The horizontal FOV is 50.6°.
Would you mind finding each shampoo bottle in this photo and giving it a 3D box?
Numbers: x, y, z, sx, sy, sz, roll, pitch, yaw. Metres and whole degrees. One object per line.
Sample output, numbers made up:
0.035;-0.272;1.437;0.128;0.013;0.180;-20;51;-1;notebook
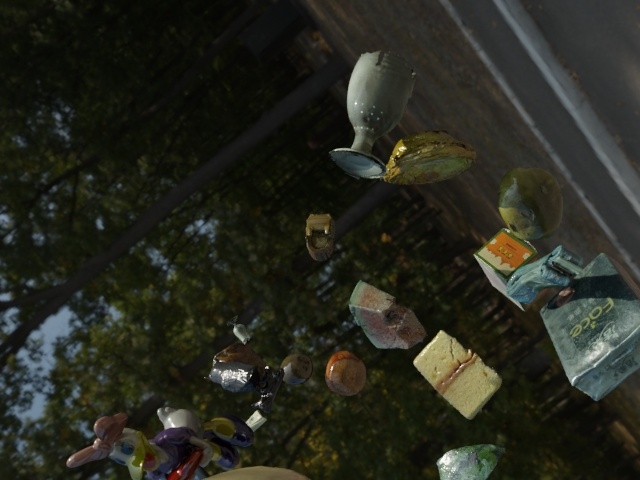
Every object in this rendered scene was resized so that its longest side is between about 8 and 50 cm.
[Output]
-0.243;0.633;2.260;0.049;0.141;0.034;39;171;35;shampoo bottle

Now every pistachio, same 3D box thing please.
-0.262;0.431;2.301;0.210;0.165;0.130;22;158;-24;pistachio

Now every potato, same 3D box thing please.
0.634;-0.109;2.040;0.148;0.197;0.228;-83;-7;-71;potato

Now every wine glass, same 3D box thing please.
0.149;-0.359;1.915;0.190;0.357;0.190;18;164;5;wine glass
-0.219;0.248;1.868;0.083;0.042;0.039;46;179;24;wine glass

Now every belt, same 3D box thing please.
0.516;0.087;1.577;0.072;0.087;0.302;33;165;4;belt

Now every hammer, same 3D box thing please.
-0.362;0.773;2.165;0.290;0.137;0.037;48;-168;4;hammer

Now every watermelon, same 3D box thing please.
0.237;0.309;2.675;0.302;0.151;0.264;15;142;54;watermelon
0.289;0.442;1.309;0.080;0.155;0.101;-10;-126;-47;watermelon

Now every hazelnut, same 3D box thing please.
0.084;0.449;2.293;0.150;0.150;0.150;50;-172;-10;hazelnut

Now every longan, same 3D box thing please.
-0.077;0.410;2.124;0.106;0.119;0.106;15;-148;-10;longan

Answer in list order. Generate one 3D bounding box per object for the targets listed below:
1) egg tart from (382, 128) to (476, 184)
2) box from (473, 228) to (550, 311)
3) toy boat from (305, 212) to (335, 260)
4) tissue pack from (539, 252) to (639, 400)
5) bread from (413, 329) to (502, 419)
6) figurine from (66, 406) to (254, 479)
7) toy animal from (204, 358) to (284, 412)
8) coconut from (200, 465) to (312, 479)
0.312;-0.249;2.000;0.294;0.294;0.123;28;-129;-71;egg tart
0.645;0.095;2.244;0.195;0.148;0.177;49;179;-38;box
0.000;0.000;2.052;0.310;0.089;0.115;88;-179;-76;toy boat
0.648;0.191;1.562;0.103;0.228;0.315;34;-158;-12;tissue pack
0.419;0.371;1.973;0.240;0.178;0.135;43;-150;15;bread
-0.339;0.451;1.511;0.193;0.154;0.421;45;-162;25;figurine
-0.203;0.345;1.683;0.210;0.121;0.117;11;153;18;toy animal
-0.115;0.491;1.009;0.352;0.353;0.352;50;-172;-10;coconut
